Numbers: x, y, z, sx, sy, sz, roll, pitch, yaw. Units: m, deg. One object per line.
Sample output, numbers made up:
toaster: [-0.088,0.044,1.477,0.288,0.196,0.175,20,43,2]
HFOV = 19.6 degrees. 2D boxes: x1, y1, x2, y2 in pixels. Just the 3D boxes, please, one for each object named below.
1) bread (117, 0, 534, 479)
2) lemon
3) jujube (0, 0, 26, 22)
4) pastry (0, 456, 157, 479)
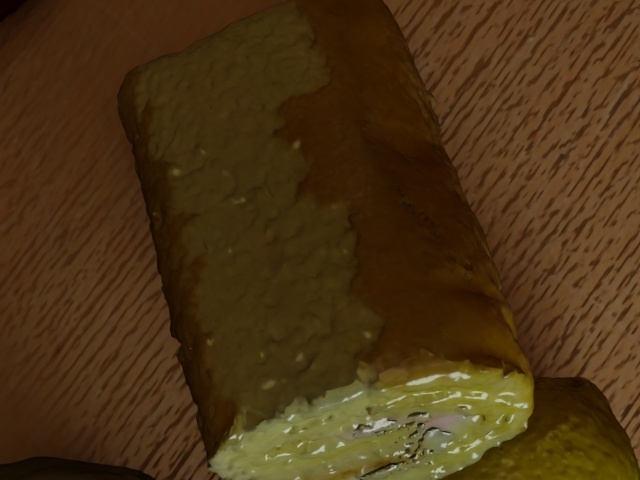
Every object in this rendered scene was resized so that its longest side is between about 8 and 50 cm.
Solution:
bread: [0.000,0.000,1.348,0.236,0.165,0.375,-21,53,2]
lemon: [0.129,0.212,1.374,0.204,0.204,0.260,33,86,3]
jujube: [-0.280,-0.218,1.448,0.176,0.109,0.112,-40,130,-35]
pastry: [-0.172,0.348,1.299,0.388,0.388,0.312,-51,128,-4]
